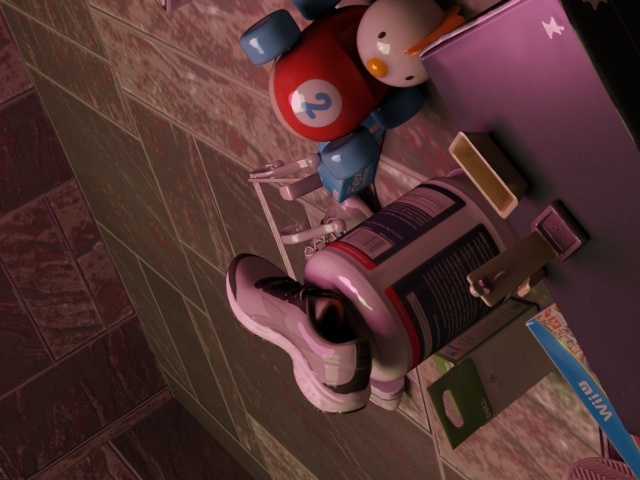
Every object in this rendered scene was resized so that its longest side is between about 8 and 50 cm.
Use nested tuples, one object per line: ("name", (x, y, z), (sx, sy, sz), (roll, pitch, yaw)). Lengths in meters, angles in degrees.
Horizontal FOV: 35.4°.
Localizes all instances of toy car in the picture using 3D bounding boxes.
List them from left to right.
("toy car", (0.068, -0.222, 1.206), (0.238, 0.210, 0.219), (-9, 123, 53))

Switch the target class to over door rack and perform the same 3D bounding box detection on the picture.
("over door rack", (0.000, 0.000, 1.493), (0.324, 0.108, 0.240), (-150, 38, -75))

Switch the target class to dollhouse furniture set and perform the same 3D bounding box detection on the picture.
("dollhouse furniture set", (0.107, -0.008, 0.709), (0.114, 0.081, 0.091), (53, 160, 11))

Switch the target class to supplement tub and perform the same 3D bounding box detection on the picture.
("supplement tub", (0.133, 0.037, 1.290), (0.191, 0.272, 0.191), (45, 155, 28))

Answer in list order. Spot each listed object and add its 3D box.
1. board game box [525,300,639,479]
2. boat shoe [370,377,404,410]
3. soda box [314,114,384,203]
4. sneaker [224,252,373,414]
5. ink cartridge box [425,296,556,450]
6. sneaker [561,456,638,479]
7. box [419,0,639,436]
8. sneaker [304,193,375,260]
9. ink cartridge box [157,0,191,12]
("board game box", (0.382, 0.098, 1.001), (0.224, 0.097, 0.303), (55, 145, 8))
("boat shoe", (0.059, 0.239, 1.958), (0.258, 0.095, 0.084), (43, 150, 34))
("soda box", (0.045, -0.148, 1.493), (0.067, 0.071, 0.210), (50, 157, 20))
("sneaker", (-0.020, 0.088, 1.213), (0.271, 0.100, 0.108), (42, 130, 40))
("ink cartridge box", (0.222, 0.180, 1.382), (0.062, 0.209, 0.109), (16, 134, 57))
("sneaker", (0.461, 0.439, 1.337), (0.350, 0.131, 0.148), (40, 148, 36))
("box", (0.303, -0.078, 0.728), (0.343, 0.312, 0.179), (60, 158, -6))
("sneaker", (0.030, 0.017, 1.689), (0.105, 0.115, 0.281), (47, 156, 23))
("ink cartridge box", (-0.338, -0.567, 1.745), (0.333, 0.065, 0.165), (50, 158, 19))
